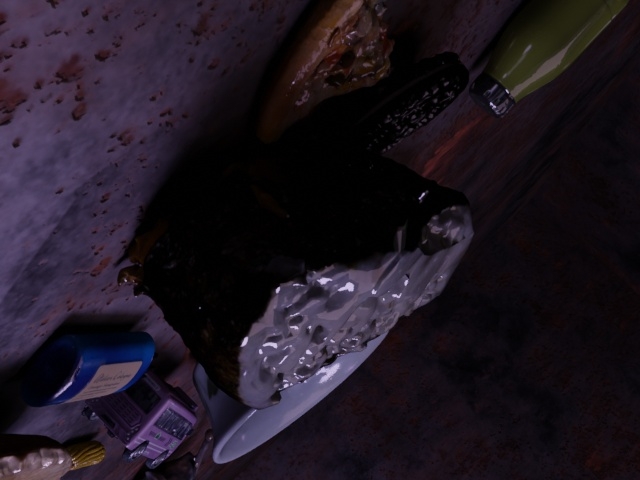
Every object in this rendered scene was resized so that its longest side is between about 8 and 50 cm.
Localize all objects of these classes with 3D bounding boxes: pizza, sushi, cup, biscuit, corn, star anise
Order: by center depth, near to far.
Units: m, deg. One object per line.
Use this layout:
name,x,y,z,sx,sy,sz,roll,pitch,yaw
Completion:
pizza,0.027,-0.168,0.648,0.185,0.052,0.195,-51,165,32
sushi,0.000,0.000,0.672,0.348,0.207,0.234,-19,141,-39
biscuit,0.090,-0.151,0.783,0.194,0.053,0.194,-33,175,-3
corn,-0.339,0.304,0.940,0.037,0.037,0.092,-46,167,1
cup,-0.070,0.185,1.074,0.347,0.163,0.347,-36,161,-14
star anise,-0.363,0.571,1.394,0.316,0.139,0.359,-39,166,-46

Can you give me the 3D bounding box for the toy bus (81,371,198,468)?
toy bus,-0.242,0.241,0.927,0.108,0.096,0.199,-46,163,-16

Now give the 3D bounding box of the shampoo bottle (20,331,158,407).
shampoo bottle,-0.241,0.138,0.733,0.087,0.050,0.183,-50,165,4

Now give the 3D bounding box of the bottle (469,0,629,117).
bottle,0.334,-0.300,0.997,0.260,0.112,0.112,-47,165,8

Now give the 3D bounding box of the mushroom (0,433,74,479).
mushroom,-0.304,0.323,0.645,0.233,0.302,0.208,-34,-160,10
